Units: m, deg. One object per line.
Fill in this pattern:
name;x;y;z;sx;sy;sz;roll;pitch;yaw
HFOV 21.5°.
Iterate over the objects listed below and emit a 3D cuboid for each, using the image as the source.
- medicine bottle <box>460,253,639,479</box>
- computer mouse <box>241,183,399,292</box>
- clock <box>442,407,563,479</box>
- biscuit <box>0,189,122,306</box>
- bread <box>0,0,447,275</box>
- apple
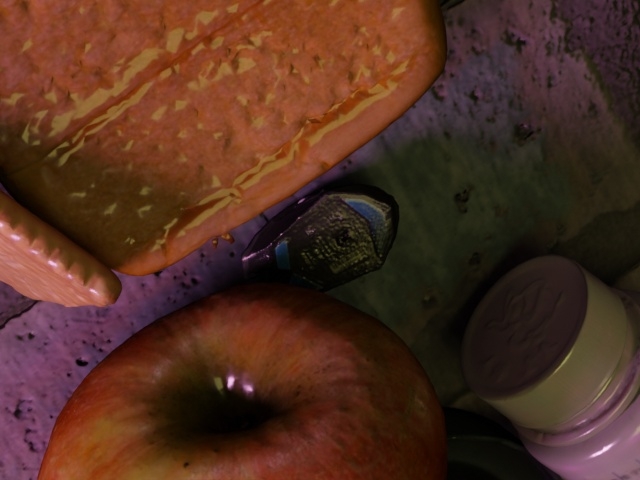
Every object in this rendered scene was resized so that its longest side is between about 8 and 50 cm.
medicine bottle;0.261;0.137;1.433;0.293;0.170;0.170;34;97;-32
computer mouse;0.000;0.000;1.318;0.135;0.047;0.079;-33;112;7
clock;0.076;0.295;1.487;0.319;0.066;0.318;-11;119;-20
biscuit;-0.251;-0.034;1.107;0.250;0.160;0.030;38;72;-24
bread;-0.101;-0.163;1.132;0.337;0.148;0.328;-36;130;2
apple;-0.052;0.188;1.260;0.309;0.277;0.250;-11;136;8
